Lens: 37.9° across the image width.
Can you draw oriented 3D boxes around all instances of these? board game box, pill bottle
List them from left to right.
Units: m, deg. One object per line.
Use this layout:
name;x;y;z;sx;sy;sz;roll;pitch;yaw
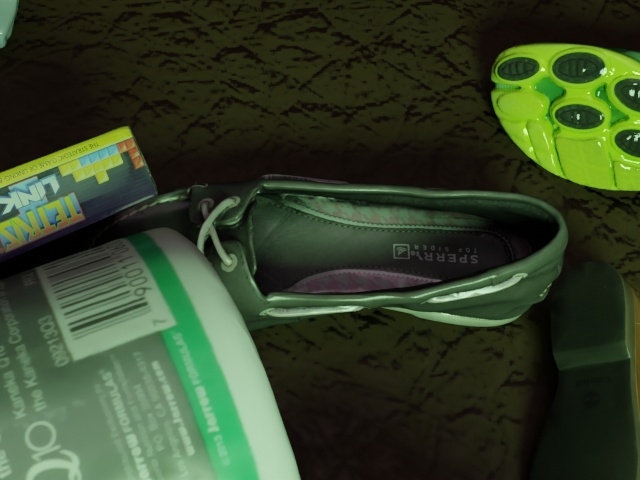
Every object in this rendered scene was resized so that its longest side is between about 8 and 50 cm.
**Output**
pill bottle;-0.205;0.142;0.457;0.361;0.204;0.204;-20;68;-18
board game box;-0.198;-0.010;0.552;0.170;0.141;0.048;-26;101;-25

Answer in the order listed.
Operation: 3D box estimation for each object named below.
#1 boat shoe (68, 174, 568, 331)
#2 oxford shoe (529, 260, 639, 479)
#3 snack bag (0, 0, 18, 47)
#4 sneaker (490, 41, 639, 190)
boat shoe;0.000;0.000;0.622;0.335;0.095;0.112;1;63;-9
oxford shoe;0.190;0.124;0.610;0.076;0.076;0.212;28;66;-40
snack bag;-0.371;-0.301;0.751;0.323;0.037;0.342;4;66;-6
sneaker;0.278;-0.098;0.727;0.295;0.109;0.123;9;23;6
